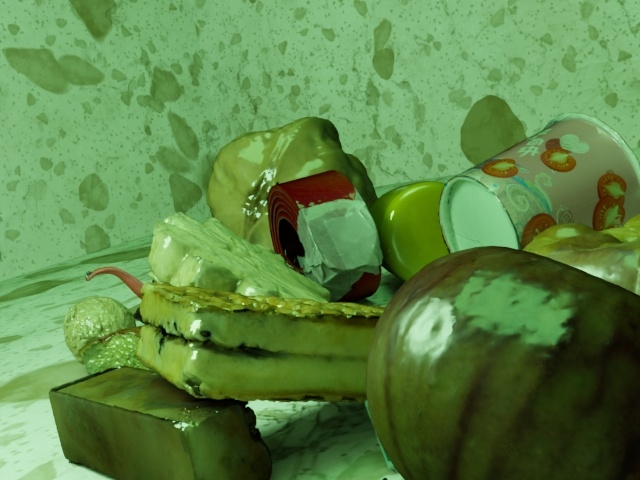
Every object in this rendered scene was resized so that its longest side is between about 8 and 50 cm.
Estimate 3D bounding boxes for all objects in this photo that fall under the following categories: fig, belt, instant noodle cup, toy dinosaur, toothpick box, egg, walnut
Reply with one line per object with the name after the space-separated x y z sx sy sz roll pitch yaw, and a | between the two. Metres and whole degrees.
0.145 0.112 0.596 0.235 0.214 0.235 4 -17 1 | fig
0.000 0.000 1.470 0.115 0.227 0.324 -16 7 -14 | belt
0.324 -0.047 1.331 0.231 0.243 0.243 -22 11 -23 | instant noodle cup
-0.283 0.107 1.477 0.286 0.070 0.139 17 -30 -32 | toy dinosaur
0.164 -0.015 1.538 0.175 0.175 0.271 -13 4 -7 | toothpick box
-0.346 0.145 1.383 0.118 0.116 0.140 9 -3 -20 | egg
-0.051 -0.083 1.870 0.384 0.383 0.383 -12 8 2 | walnut

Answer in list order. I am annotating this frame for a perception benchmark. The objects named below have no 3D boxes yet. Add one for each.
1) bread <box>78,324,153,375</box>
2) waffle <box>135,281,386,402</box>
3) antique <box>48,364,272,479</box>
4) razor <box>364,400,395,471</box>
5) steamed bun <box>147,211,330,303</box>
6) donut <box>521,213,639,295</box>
-0.244 0.158 1.231 0.156 0.086 0.125 -7 7 24 | bread
-0.013 0.106 0.888 0.308 0.091 0.213 7 0 -25 | waffle
-0.166 0.190 0.885 0.093 0.087 0.310 -17 8 -37 | antique
0.138 0.160 0.810 0.191 0.068 0.037 -9 -34 -18 | razor
-0.120 0.076 1.234 0.292 0.137 0.295 19 11 -43 | steamed bun
0.321 0.053 0.765 0.299 0.150 0.317 -3 4 -4 | donut
